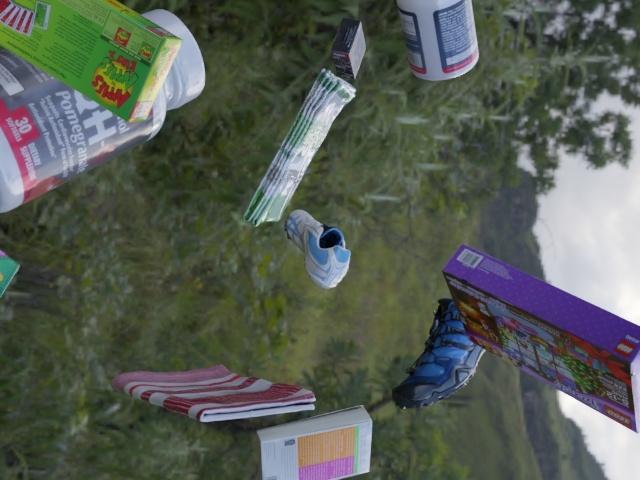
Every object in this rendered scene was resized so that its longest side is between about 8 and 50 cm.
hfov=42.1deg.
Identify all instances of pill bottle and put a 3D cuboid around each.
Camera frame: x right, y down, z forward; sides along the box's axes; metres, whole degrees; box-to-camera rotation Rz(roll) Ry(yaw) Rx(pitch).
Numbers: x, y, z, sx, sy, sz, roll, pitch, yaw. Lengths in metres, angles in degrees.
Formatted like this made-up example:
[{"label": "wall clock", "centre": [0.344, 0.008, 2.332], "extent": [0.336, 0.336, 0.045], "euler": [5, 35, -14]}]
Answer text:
[{"label": "pill bottle", "centre": [-0.310, -0.180, 1.053], "extent": [0.319, 0.176, 0.176], "euler": [-35, 145, -32]}, {"label": "pill bottle", "centre": [0.170, -0.338, 1.223], "extent": [0.108, 0.108, 0.180], "euler": [-84, 162, -48]}]

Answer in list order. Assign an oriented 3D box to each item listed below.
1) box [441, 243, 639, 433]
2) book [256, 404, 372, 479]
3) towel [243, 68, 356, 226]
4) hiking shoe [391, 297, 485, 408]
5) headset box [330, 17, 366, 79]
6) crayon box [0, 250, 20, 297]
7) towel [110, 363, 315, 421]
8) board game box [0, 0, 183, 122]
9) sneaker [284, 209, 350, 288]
[{"label": "box", "centre": [0.320, 0.135, 1.162], "extent": [0.057, 0.293, 0.201], "euler": [-48, 140, -17]}, {"label": "book", "centre": [-0.007, 0.273, 1.064], "extent": [0.035, 0.144, 0.096], "euler": [-126, -148, -58]}, {"label": "towel", "centre": [-0.015, -0.081, 0.767], "extent": [0.152, 0.023, 0.113], "euler": [-61, 171, 9]}, {"label": "hiking shoe", "centre": [0.218, 0.169, 1.419], "extent": [0.132, 0.304, 0.113], "euler": [57, -29, -2]}, {"label": "headset box", "centre": [0.044, -0.301, 1.295], "extent": [0.083, 0.032, 0.062], "euler": [68, 39, -68]}, {"label": "crayon box", "centre": [-0.644, 0.081, 1.366], "extent": [0.278, 0.165, 0.081], "euler": [-35, -153, 32]}, {"label": "towel", "centre": [-0.195, 0.266, 1.471], "extent": [0.329, 0.237, 0.037], "euler": [2, -90, 52]}, {"label": "board game box", "centre": [-0.237, -0.202, 0.822], "extent": [0.092, 0.181, 0.043], "euler": [-61, 174, 17]}, {"label": "sneaker", "centre": [0.000, 0.000, 1.436], "extent": [0.086, 0.085, 0.237], "euler": [-51, -152, 12]}]
